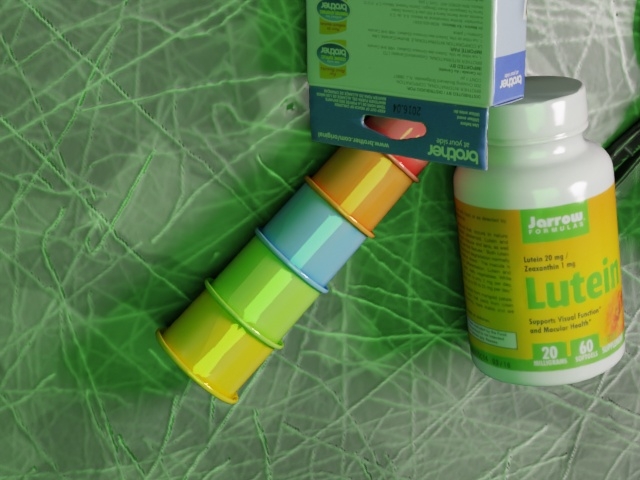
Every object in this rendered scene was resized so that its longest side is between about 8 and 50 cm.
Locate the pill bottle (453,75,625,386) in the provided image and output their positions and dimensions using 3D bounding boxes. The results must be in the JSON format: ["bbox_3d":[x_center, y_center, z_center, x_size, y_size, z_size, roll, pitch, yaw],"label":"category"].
[{"bbox_3d":[0.186,-0.011,1.309,0.136,0.136,0.245,-10,108,-6],"label":"pill bottle"}]

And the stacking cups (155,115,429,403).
[{"bbox_3d":[0.000,0.000,1.310,0.316,0.096,0.096,-45,107,4],"label":"stacking cups"}]

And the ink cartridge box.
[{"bbox_3d":[0.075,-0.222,1.218,0.065,0.186,0.311,-18,113,-51],"label":"ink cartridge box"}]

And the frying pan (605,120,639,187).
[{"bbox_3d":[0.327,-0.163,1.340,0.326,0.053,0.197,-27,108,-4],"label":"frying pan"}]
